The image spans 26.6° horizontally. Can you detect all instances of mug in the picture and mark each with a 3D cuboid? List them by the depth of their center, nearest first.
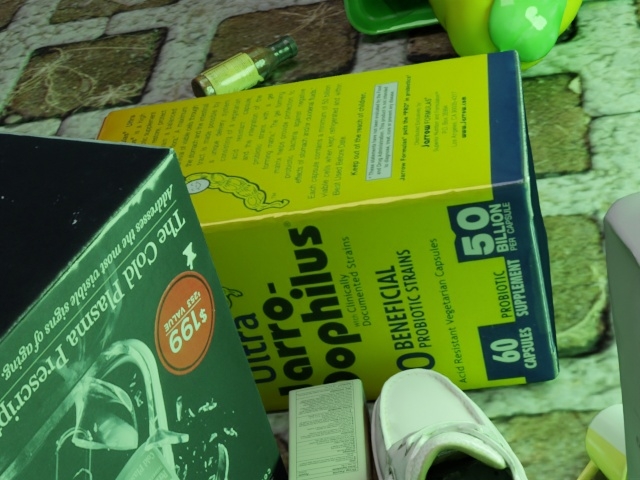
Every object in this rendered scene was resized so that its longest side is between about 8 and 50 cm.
[{"bbox_3d":[0.209,0.147,0.934,0.078,0.062,0.064,-20,27,-18],"label":"mug"}]

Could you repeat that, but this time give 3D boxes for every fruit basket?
[{"bbox_3d":[0.188,-0.342,1.459,0.392,0.283,0.392,-10,18,3],"label":"fruit basket"}]

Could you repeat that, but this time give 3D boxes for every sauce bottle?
[{"bbox_3d":[-0.083,-0.191,1.519,0.128,0.042,0.042,-30,38,-19],"label":"sauce bottle"}]

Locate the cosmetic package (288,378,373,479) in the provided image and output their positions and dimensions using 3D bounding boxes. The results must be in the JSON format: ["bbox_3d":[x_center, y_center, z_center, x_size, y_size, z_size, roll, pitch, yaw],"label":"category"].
[{"bbox_3d":[0.008,0.159,1.006,0.060,0.041,0.115,-10,36,8],"label":"cosmetic package"}]

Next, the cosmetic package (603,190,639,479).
[{"bbox_3d":[0.386,0.136,0.649,0.393,0.327,0.329,-17,35,-3],"label":"cosmetic package"}]

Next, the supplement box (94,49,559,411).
[{"bbox_3d":[0.000,0.000,1.095,0.356,0.194,0.195,-8,36,12],"label":"supplement box"}]

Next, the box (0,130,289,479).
[{"bbox_3d":[-0.202,0.154,0.860,0.178,0.313,0.343,8,42,29],"label":"box"}]

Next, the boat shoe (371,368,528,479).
[{"bbox_3d":[0.096,0.164,0.919,0.098,0.096,0.277,-19,35,-4],"label":"boat shoe"}]
